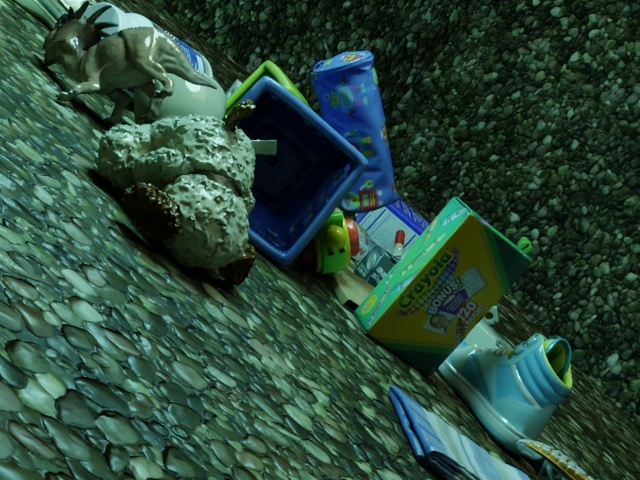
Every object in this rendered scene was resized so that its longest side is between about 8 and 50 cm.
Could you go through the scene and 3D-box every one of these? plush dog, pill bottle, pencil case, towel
[{"bbox_3d":[-0.158,-0.059,1.434,0.262,0.211,0.225,31,40,-37],"label":"plush dog"},{"bbox_3d":[-0.336,-0.333,1.978,0.153,0.153,0.265,47,11,33],"label":"pill bottle"},{"bbox_3d":[0.060,-0.197,1.969,0.119,0.133,0.306,-58,140,-67],"label":"pencil case"},{"bbox_3d":[0.228,0.330,1.537,0.285,0.034,0.209,37,10,-19],"label":"towel"}]

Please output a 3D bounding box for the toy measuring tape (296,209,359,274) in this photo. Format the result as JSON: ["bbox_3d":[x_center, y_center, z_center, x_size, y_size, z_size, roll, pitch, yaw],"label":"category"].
[{"bbox_3d":[0.000,0.000,1.982,0.121,0.121,0.330,39,-4,-11],"label":"toy measuring tape"}]

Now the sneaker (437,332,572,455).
[{"bbox_3d":[0.343,0.223,1.933,0.127,0.208,0.319,30,14,-41],"label":"sneaker"}]

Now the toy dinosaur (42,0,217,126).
[{"bbox_3d":[-0.321,-0.302,1.713,0.127,0.296,0.200,87,-1,-70],"label":"toy dinosaur"}]

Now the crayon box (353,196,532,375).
[{"bbox_3d":[0.213,0.082,1.850,0.165,0.278,0.081,36,10,-26],"label":"crayon box"}]

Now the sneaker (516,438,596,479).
[{"bbox_3d":[0.402,0.407,1.729,0.215,0.083,0.084,39,9,23],"label":"sneaker"}]

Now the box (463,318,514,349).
[{"bbox_3d":[0.341,0.235,2.205,0.275,0.094,0.113,46,11,24],"label":"box"}]

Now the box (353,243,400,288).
[{"bbox_3d":[0.172,0.109,2.175,0.147,0.077,0.180,33,13,-36],"label":"box"}]

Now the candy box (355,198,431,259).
[{"bbox_3d":[0.226,-0.009,2.779,0.317,0.122,0.268,40,11,-9],"label":"candy box"}]

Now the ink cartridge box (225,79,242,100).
[{"bbox_3d":[-0.118,-0.228,2.446,0.283,0.117,0.207,39,10,-15],"label":"ink cartridge box"}]

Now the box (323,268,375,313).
[{"bbox_3d":[0.072,0.105,1.981,0.164,0.021,0.201,35,12,-30],"label":"box"}]

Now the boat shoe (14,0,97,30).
[{"bbox_3d":[-0.489,-0.451,2.081,0.302,0.098,0.109,38,10,-14],"label":"boat shoe"}]

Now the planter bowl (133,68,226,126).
[{"bbox_3d":[-0.245,-0.203,1.809,0.162,0.162,0.109,34,38,-33],"label":"planter bowl"}]

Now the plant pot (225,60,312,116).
[{"bbox_3d":[-0.092,-0.191,2.097,0.207,0.227,0.228,43,8,-25],"label":"plant pot"}]

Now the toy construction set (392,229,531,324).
[{"bbox_3d":[0.309,0.090,2.474,0.309,0.257,0.237,20,23,0],"label":"toy construction set"}]

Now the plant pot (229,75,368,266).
[{"bbox_3d":[-0.081,-0.126,1.828,0.236,0.236,0.212,39,4,-8],"label":"plant pot"}]

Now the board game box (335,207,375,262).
[{"bbox_3d":[0.057,-0.019,2.397,0.147,0.045,0.193,36,10,-21],"label":"board game box"}]
